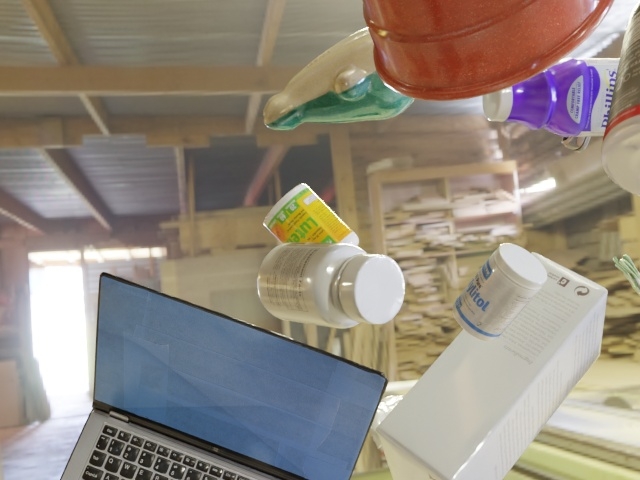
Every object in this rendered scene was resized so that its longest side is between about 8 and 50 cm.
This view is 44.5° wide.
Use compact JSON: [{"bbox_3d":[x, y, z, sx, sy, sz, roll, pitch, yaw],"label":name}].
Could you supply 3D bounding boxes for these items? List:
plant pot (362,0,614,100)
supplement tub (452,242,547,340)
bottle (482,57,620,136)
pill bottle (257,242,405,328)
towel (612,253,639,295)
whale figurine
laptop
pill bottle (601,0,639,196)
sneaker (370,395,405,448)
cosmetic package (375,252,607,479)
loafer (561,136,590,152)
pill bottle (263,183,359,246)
[{"bbox_3d":[0.124,-0.328,0.765,0.272,0.272,0.265,-8,-42,29],"label":"plant pot"},{"bbox_3d":[0.216,0.064,0.950,0.071,0.071,0.107,-1,-47,-40],"label":"supplement tub"},{"bbox_3d":[0.387,-0.215,1.173,0.283,0.118,0.092,-2,13,-12],"label":"bottle"},{"bbox_3d":[0.016,0.069,1.217,0.131,0.131,0.229,-1,1,-39],"label":"pill bottle"},{"bbox_3d":[0.706,0.196,1.589,0.038,0.325,0.248,-32,-34,18],"label":"towel"},{"bbox_3d":[0.041,-0.236,1.251,0.272,0.141,0.216,-30,18,3],"label":"whale figurine"},{"bbox_3d":[-0.166,0.316,0.994,0.382,0.408,0.236,19,-18,6],"label":"laptop"},{"bbox_3d":[0.429,-0.198,0.906,0.161,0.283,0.161,17,-25,8],"label":"pill bottle"},{"bbox_3d":[0.161,0.405,1.799,0.095,0.090,0.235,-19,3,12],"label":"sneaker"},{"bbox_3d":[0.317,0.265,1.399,0.161,0.453,0.230,31,-26,34],"label":"cosmetic package"},{"bbox_3d":[0.436,-0.211,1.304,0.039,0.125,0.045,18,-6,-20],"label":"loafer"},{"bbox_3d":[0.000,0.000,1.784,0.136,0.246,0.136,-44,-6,-6],"label":"pill bottle"}]
